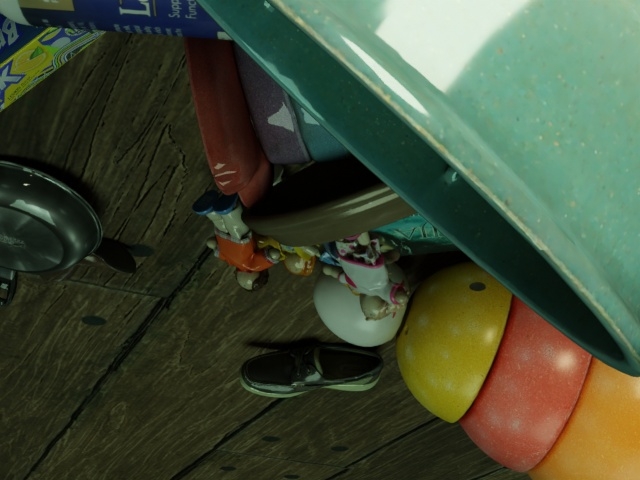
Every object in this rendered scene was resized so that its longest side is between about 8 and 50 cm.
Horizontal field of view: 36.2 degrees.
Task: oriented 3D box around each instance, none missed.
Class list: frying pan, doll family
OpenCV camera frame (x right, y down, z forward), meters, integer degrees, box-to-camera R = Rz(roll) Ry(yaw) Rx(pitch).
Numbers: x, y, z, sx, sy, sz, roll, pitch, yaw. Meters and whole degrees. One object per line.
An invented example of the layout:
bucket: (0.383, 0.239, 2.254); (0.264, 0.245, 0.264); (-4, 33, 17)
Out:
frying pan: (-0.394, 0.002, 1.167); (0.197, 0.053, 0.326); (33, 138, -30)
doll family: (0.000, 0.000, 1.066); (0.263, 0.118, 0.163); (12, 142, 34)

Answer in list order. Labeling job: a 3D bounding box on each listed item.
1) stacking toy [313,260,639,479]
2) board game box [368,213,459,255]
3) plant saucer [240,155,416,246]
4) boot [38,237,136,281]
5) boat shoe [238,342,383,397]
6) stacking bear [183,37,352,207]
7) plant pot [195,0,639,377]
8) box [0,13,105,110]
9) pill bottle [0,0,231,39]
stacking toy: (0.217, 0.140, 1.227); (0.480, 0.350, 0.350); (20, 150, -3)
board game box: (0.145, -0.025, 1.142); (0.186, 0.026, 0.126); (-5, 151, 12)
plant saucer: (0.063, -0.061, 0.868); (0.278, 0.041, 0.278); (-22, -169, 5)
boot: (-0.304, 0.032, 1.247); (0.106, 0.037, 0.114); (31, 138, -22)
boat shoe: (-0.011, 0.191, 1.504); (0.224, 0.080, 0.073); (1, 147, -12)
stacking bear: (0.050, -0.144, 0.789); (0.289, 0.164, 0.175); (-14, 175, 4)
plant pot: (0.135, -0.169, 0.478); (0.334, 0.341, 0.341); (-46, 141, 2)
box: (-0.265, -0.150, 0.801); (0.169, 0.054, 0.059); (-34, 167, 7)
pill bottle: (-0.142, -0.217, 0.656); (0.265, 0.153, 0.153); (3, 152, -4)
